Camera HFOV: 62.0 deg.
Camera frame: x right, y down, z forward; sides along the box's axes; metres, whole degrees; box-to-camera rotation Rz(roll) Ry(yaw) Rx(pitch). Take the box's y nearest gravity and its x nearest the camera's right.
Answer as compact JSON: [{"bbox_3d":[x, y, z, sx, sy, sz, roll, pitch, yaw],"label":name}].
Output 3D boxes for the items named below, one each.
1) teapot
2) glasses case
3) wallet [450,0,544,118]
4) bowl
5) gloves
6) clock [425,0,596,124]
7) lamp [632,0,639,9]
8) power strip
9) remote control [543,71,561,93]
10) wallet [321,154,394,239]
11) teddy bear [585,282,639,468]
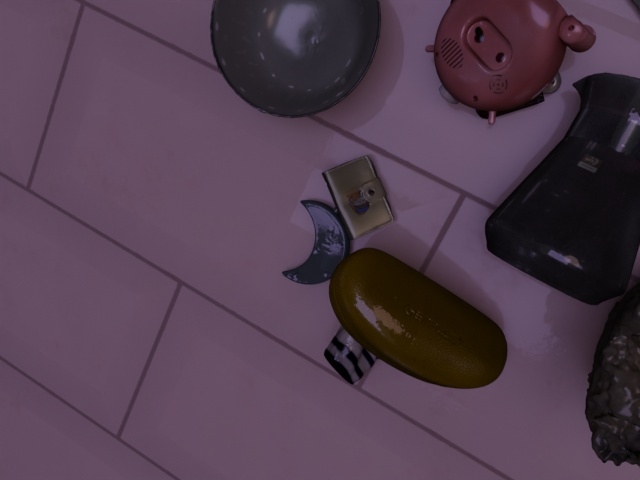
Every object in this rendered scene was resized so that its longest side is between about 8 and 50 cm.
[{"bbox_3d":[0.479,-0.073,0.902,0.300,0.253,0.344,31,102,24],"label":"teapot"},{"bbox_3d":[0.185,0.163,1.015,0.371,0.141,0.173,32,74,-9],"label":"glasses case"},{"bbox_3d":[0.326,-0.365,1.001,0.137,0.031,0.256,-11,93,38],"label":"wallet"},{"bbox_3d":[-0.032,-0.410,1.052,0.336,0.157,0.338,3,101,17],"label":"bowl"},{"bbox_3d":[0.115,0.195,1.134,0.218,0.131,0.140,-43,95,-17],"label":"gloves"},{"bbox_3d":[0.300,-0.337,0.922,0.241,0.142,0.227,-44,73,34],"label":"clock"},{"bbox_3d":[0.558,-0.451,0.811,0.047,0.266,0.269,-33,88,-2],"label":"lamp"},{"bbox_3d":[0.000,0.000,1.168,0.137,0.044,0.216,20,104,12],"label":"power strip"},{"bbox_3d":[0.406,-0.332,0.991,0.074,0.032,0.122,1,99,32],"label":"remote control"},{"bbox_3d":[0.082,-0.092,1.120,0.110,0.039,0.155,-23,92,-3],"label":"wallet"},{"bbox_3d":[0.549,0.240,0.874,0.224,0.367,0.358,1,108,37],"label":"teddy bear"}]
